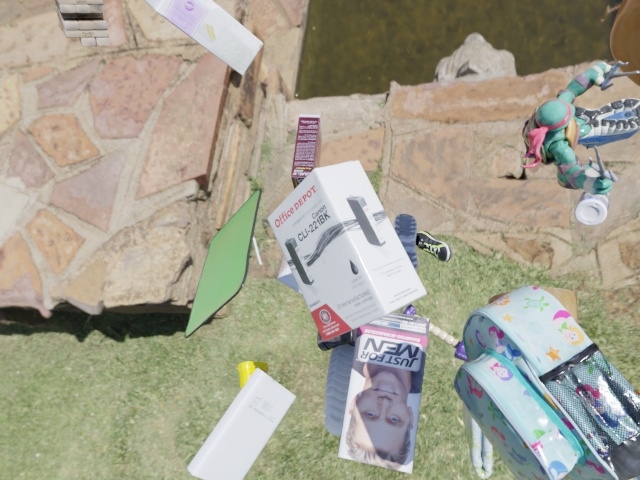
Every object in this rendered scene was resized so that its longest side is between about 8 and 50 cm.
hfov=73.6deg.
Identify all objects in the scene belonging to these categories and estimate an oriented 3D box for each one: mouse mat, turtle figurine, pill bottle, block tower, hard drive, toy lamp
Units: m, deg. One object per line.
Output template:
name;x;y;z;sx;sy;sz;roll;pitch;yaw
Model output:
mouse mat;-0.133;0.028;0.593;0.152;0.007;0.190;-40;33;35
turtle figurine;0.334;-0.145;0.569;0.118;0.234;0.175;10;90;31
pill bottle;0.772;-0.103;1.211;0.078;0.078;0.137;28;40;23
block tower;-0.517;-0.588;0.880;0.090;0.336;0.097;-18;45;-30
hard drive;-0.245;0.623;1.412;0.047;0.233;0.353;18;64;41
toy lamp;0.401;0.315;1.426;0.274;0.080;0.080;30;84;33

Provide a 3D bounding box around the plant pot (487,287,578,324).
plant pot;0.612;0.287;1.201;0.237;0.237;0.255;-6;65;15

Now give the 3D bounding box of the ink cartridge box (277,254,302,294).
ink cartridge box;0.000;0.000;1.394;0.131;0.226;0.306;33;112;-12

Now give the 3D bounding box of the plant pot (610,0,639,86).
plant pot;0.542;-0.324;0.562;0.291;0.291;0.203;39;89;24

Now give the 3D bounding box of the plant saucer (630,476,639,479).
plant saucer;0.863;0.658;1.364;0.400;0.100;0.401;9;108;30

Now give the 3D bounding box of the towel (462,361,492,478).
towel;0.608;0.656;1.670;0.090;0.320;0.375;-2;103;16

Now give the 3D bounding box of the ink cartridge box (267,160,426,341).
ink cartridge box;0.037;0.021;0.788;0.197;0.114;0.273;-38;73;49

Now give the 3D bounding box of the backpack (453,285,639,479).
backpack;0.300;0.201;0.595;0.191;0.225;0.254;-22;60;-3

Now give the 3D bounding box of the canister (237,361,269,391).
canister;-0.259;0.573;1.686;0.073;0.126;0.170;-36;52;36

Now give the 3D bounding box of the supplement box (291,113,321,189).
supplement box;-0.041;-0.272;1.384;0.073;0.130;0.240;3;66;5

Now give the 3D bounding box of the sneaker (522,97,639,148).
sneaker;0.801;-0.333;1.317;0.329;0.147;0.130;1;72;21

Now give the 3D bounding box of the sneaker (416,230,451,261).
sneaker;0.480;0.032;1.905;0.097;0.084;0.234;-8;27;-25

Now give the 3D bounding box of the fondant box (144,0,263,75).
fondant box;-0.313;-0.555;1.043;0.096;0.238;0.330;-53;47;12

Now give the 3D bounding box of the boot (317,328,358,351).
boot;0.096;0.273;1.532;0.229;0.091;0.263;-24;53;38

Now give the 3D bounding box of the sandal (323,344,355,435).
sandal;0.106;0.475;1.522;0.169;0.102;0.417;-12;51;45

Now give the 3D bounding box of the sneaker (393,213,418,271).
sneaker;0.264;0.059;1.388;0.105;0.115;0.282;13;65;11

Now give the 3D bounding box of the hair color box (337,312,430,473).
hair color box;0.157;0.350;1.039;0.173;0.105;0.348;8;78;9
